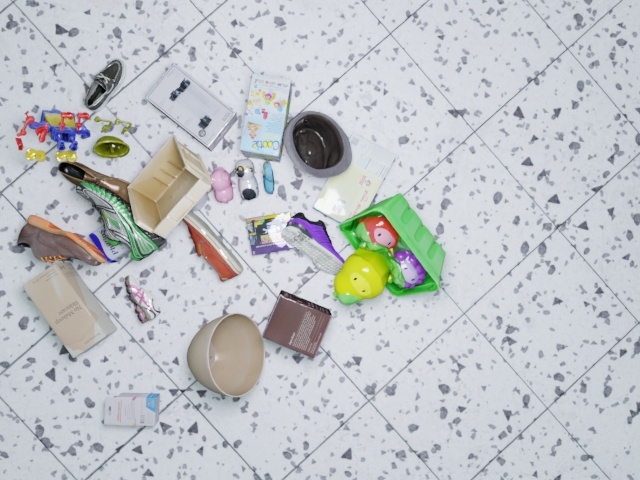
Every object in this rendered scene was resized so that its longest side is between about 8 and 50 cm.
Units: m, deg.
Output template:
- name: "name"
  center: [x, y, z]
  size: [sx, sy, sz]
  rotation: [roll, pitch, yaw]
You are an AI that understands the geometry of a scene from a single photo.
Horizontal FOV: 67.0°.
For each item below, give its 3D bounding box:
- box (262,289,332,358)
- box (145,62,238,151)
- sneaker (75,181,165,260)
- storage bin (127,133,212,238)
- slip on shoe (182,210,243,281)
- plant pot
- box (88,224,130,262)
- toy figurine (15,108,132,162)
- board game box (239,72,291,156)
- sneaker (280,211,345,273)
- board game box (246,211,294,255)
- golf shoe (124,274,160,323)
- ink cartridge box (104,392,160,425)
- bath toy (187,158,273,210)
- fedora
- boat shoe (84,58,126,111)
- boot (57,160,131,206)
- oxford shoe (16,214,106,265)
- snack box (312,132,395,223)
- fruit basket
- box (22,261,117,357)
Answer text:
- name: "box"
  center: [-0.084, 0.299, 1.756]
  size: [0.203, 0.168, 0.167]
  rotation: [23, 89, -3]
- name: "box"
  center: [-0.469, -0.487, 1.779]
  size: [0.290, 0.087, 0.169]
  rotation: [37, 88, -3]
- name: "sneaker"
  center: [-0.710, -0.068, 1.665]
  size: [0.343, 0.134, 0.146]
  rotation: [45, 83, -6]
- name: "storage bin"
  center: [-0.521, -0.184, 1.663]
  size: [0.262, 0.260, 0.123]
  rotation: [-45, 132, 10]
- name: "slip on shoe"
  center: [-0.422, 0.014, 1.769]
  size: [0.101, 0.123, 0.331]
  rotation: [-39, 97, 1]
- name: "plant pot"
  center: [-0.360, 0.406, 1.716]
  size: [0.190, 0.284, 0.284]
  rotation: [-11, 90, 33]
- name: "box"
  center: [-0.744, -0.006, 1.770]
  size: [0.137, 0.072, 0.126]
  rotation: [-36, 91, -2]
- name: "toy figurine"
  center: [-0.878, -0.415, 1.702]
  size: [0.217, 0.362, 0.191]
  rotation: [52, 131, 32]
- name: "board game box"
  center: [-0.196, -0.441, 1.766]
  size: [0.144, 0.142, 0.276]
  rotation: [10, 89, -2]
- name: "sneaker"
  center: [0.000, 0.000, 1.795]
  size: [0.293, 0.102, 0.146]
  rotation: [40, 50, -20]
- name: "board game box"
  center: [-0.184, -0.026, 1.812]
  size: [0.170, 0.048, 0.141]
  rotation: [-10, 89, -3]
- name: "golf shoe"
  center: [-0.659, 0.208, 1.784]
  size: [0.086, 0.067, 0.186]
  rotation: [-25, 91, -30]
- name: "ink cartridge box"
  center: [-0.690, 0.618, 1.774]
  size: [0.181, 0.061, 0.104]
  rotation: [3, 89, -4]
- name: "bath toy"
  center: [-0.343, -0.206, 1.765]
  size: [0.348, 0.129, 0.152]
  rotation: [-13, 91, -2]
- name: "fedora"
  center: [-0.021, -0.331, 1.770]
  size: [0.243, 0.124, 0.276]
  rotation: [-25, 82, -21]
- name: "boat shoe"
  center: [-0.788, -0.573, 1.770]
  size: [0.077, 0.070, 0.219]
  rotation: [29, 88, -3]
- name: "boot"
  center: [-0.799, -0.199, 1.748]
  size: [0.305, 0.115, 0.112]
  rotation: [24, 86, -4]
- name: "oxford shoe"
  center: [-0.906, 0.032, 1.692]
  size: [0.363, 0.130, 0.133]
  rotation: [21, 72, 22]
- name: "snack box"
  center: [0.125, -0.220, 1.824]
  size: [0.187, 0.060, 0.322]
  rotation: [29, 88, -2]
- name: "fruit basket"
  center: [0.211, 0.072, 1.690]
  size: [0.391, 0.283, 0.392]
  rotation: [9, 73, -32]
- name: "box"
  center: [-0.893, 0.246, 1.735]
  size: [0.148, 0.121, 0.311]
  rotation: [-36, 91, -2]
